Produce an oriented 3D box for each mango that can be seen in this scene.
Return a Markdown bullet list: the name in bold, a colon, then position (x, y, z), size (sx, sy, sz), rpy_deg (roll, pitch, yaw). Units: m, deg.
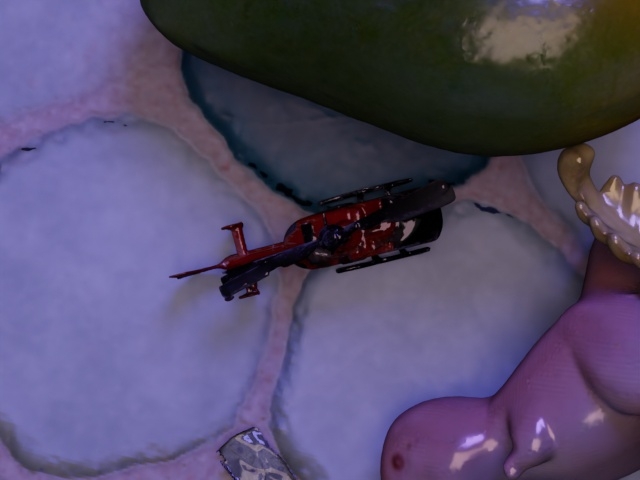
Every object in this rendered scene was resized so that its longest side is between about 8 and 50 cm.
- **mango**: position (0.046, -0.111, 0.868), size (0.251, 0.114, 0.156), rpy_deg (8, 59, 21)

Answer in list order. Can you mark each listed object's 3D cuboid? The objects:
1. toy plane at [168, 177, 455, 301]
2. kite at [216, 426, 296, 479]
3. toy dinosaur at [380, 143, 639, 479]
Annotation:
- **toy plane**: position (0.000, 0.000, 0.908), size (0.145, 0.060, 0.037), rpy_deg (-15, 91, 16)
- **kite**: position (0.049, 0.222, 0.934), size (0.335, 0.011, 0.314), rpy_deg (-30, 90, 0)
- **toy dinosaur**: position (0.129, 0.069, 0.891), size (0.177, 0.152, 0.194), rpy_deg (8, 78, 36)
